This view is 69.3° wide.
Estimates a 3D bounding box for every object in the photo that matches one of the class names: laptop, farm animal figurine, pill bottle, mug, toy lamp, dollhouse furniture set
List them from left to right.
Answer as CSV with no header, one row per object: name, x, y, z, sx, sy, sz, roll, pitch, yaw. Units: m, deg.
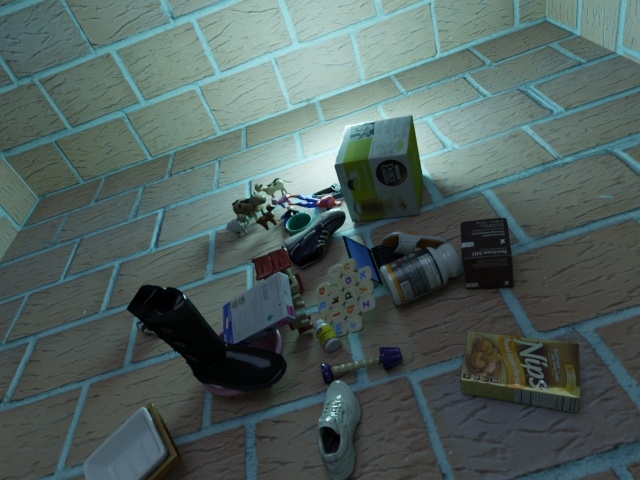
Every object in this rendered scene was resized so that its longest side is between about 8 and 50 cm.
farm animal figurine,-0.326,-0.198,2.407,0.326,0.172,0.330,-17,34,22
dollhouse furniture set,-0.144,0.231,1.835,0.152,0.201,0.374,-21,45,0
mug,-0.081,-0.062,2.219,0.129,0.097,0.158,15,51,38
pill bottle,0.021,0.348,1.705,0.065,0.065,0.116,-31,46,-11
toy lamp,0.140,0.418,1.565,0.274,0.080,0.080,-17,39,7
laptop,0.251,0.052,1.896,0.264,0.137,0.234,-19,39,4
pill bottle,0.375,0.121,1.734,0.278,0.162,0.162,-23,38,-2

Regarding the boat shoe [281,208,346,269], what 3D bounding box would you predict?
boat shoe,0.000,0.000,2.105,0.340,0.127,0.158,-35,46,-4

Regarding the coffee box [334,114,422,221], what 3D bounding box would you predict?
coffee box,0.288,-0.334,2.169,0.334,0.338,0.338,-5,41,20

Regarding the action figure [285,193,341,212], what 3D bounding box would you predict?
action figure,-0.036,-0.167,2.299,0.280,0.092,0.139,1,38,6

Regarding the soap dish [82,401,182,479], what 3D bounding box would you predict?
soap dish,-0.599,0.711,1.486,0.291,0.118,0.229,-43,50,-8

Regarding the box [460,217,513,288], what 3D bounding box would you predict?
box,0.611,0.049,1.702,0.168,0.167,0.203,-6,41,20

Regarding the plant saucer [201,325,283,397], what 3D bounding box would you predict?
plant saucer,-0.290,0.445,1.734,0.331,0.084,0.332,-14,39,12

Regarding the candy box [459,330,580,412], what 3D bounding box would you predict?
candy box,0.593,0.384,1.381,0.316,0.088,0.183,1,44,27

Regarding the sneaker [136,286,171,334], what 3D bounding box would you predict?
sneaker,-0.696,0.321,2.065,0.152,0.094,0.235,12,50,34

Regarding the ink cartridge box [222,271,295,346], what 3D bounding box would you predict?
ink cartridge box,-0.236,0.266,1.707,0.311,0.065,0.186,-30,52,24

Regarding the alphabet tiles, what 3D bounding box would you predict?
alphabet tiles,0.094,0.216,1.749,0.277,0.021,0.284,-27,56,36

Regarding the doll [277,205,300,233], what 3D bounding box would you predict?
doll,-0.157,-0.115,2.358,0.128,0.046,0.189,-14,39,10

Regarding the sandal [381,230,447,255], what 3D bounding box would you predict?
sandal,0.381,0.023,1.867,0.265,0.102,0.076,4,57,1

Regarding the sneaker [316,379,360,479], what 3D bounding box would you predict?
sneaker,0.053,0.545,1.399,0.114,0.152,0.305,-14,37,13

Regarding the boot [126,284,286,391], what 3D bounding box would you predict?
boot,-0.351,0.311,1.492,0.366,0.445,0.146,-7,41,18

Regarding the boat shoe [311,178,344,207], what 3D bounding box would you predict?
boat shoe,0.075,-0.257,2.388,0.254,0.079,0.095,-22,38,0
